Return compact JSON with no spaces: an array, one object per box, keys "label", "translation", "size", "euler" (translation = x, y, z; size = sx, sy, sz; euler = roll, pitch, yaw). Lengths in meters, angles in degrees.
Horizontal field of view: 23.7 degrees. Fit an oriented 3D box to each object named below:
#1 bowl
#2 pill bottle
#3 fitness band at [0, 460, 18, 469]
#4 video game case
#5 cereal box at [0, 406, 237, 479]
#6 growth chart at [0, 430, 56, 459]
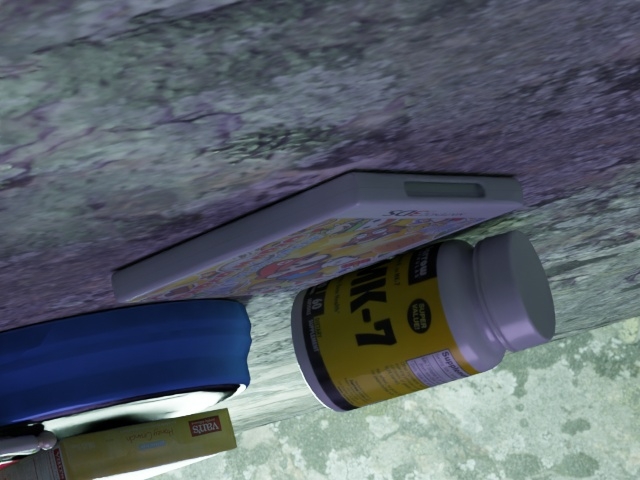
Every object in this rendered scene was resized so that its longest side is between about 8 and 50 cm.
[{"label":"bowl","translation":[-0.247,0.143,1.387],"size":[0.391,0.077,0.391],"euler":[-14,170,-3]},{"label":"pill bottle","translation":[0.090,0.068,1.325],"size":[0.208,0.119,0.119],"euler":[-19,169,23]},{"label":"fitness band","translation":[-0.362,0.282,1.578],"size":[0.209,0.054,0.291],"euler":[-16,-146,-40]},{"label":"video game case","translation":[0.000,0.000,1.087],"size":[0.227,0.026,0.206],"euler":[-21,168,36]},{"label":"cereal box","translation":[-0.208,0.215,1.479],"size":[0.173,0.047,0.240],"euler":[-8,168,-32]},{"label":"growth chart","translation":[-0.320,0.191,1.269],"size":[0.172,0.021,0.237],"euler":[-8,169,-38]}]
